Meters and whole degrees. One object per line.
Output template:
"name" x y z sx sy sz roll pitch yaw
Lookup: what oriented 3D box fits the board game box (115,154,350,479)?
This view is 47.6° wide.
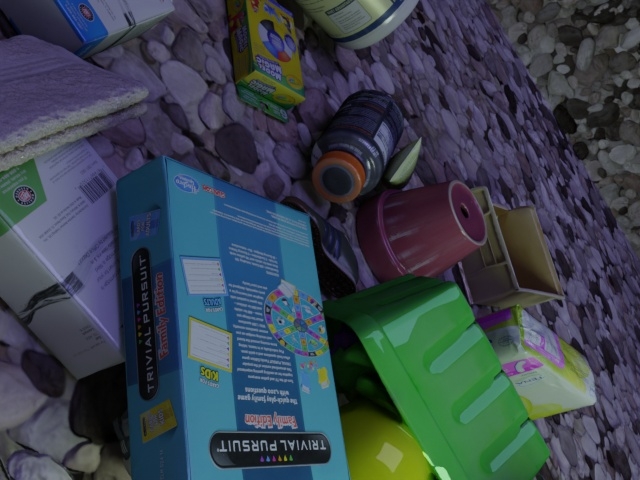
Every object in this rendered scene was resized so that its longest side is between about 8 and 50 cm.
"board game box" -0.092 0.105 0.788 0.253 0.079 0.336 21 54 -52

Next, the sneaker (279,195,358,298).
"sneaker" 0.000 0.000 1.165 0.192 0.064 0.086 54 27 -16

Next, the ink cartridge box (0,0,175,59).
"ink cartridge box" -0.304 -0.320 0.929 0.148 0.086 0.203 57 33 -12

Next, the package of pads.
"package of pads" 0.341 0.236 1.322 0.296 0.229 0.101 35 44 -38

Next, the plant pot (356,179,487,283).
"plant pot" 0.196 -0.018 1.333 0.201 0.180 0.201 31 46 -40

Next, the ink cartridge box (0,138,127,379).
"ink cartridge box" -0.258 0.012 0.766 0.219 0.092 0.160 54 33 -16

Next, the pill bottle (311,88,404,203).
"pill bottle" 0.062 -0.164 1.289 0.130 0.130 0.246 52 35 -18

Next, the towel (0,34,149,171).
"towel" -0.323 -0.145 0.730 0.187 0.049 0.282 24 32 14

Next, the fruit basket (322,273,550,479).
"fruit basket" 0.085 0.266 0.993 0.392 0.283 0.392 0 92 -15

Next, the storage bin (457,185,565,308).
"storage bin" 0.419 0.020 1.666 0.262 0.123 0.260 11 61 -50

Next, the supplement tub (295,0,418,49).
"supplement tub" 0.024 -0.556 1.399 0.325 0.235 0.235 38 42 -34

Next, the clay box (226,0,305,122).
"clay box" -0.093 -0.322 1.250 0.127 0.053 0.222 18 54 -47

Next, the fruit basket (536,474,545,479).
"fruit basket" 0.291 0.537 0.937 0.165 0.353 0.327 16 10 -7

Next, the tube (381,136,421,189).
"tube" 0.147 -0.136 1.343 0.240 0.062 0.070 27 57 -88

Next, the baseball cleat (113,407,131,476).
"baseball cleat" -0.141 0.201 0.826 0.206 0.072 0.109 0 62 -58
